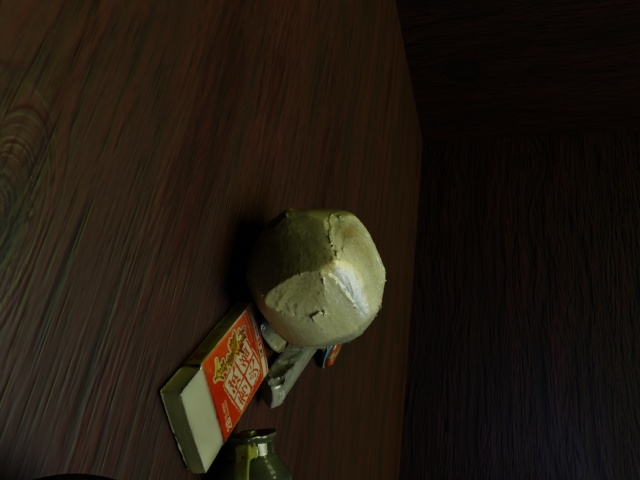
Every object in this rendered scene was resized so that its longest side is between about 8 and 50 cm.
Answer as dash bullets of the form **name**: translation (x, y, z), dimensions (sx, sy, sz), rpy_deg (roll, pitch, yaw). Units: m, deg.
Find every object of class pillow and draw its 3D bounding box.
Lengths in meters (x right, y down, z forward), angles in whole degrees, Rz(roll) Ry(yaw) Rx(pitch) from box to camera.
- **pillow**: translation (-0.072, 0.122, 0.941), dimensions (0.130, 0.038, 0.232), rpy_deg (71, 30, -44)

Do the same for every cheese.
- **cheese**: translation (0.029, 0.275, 1.147), dimensions (0.106, 0.037, 0.256), rpy_deg (-61, 166, -22)

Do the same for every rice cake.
- **rice cake**: translation (-0.042, 0.245, 1.000), dimensions (0.365, 0.056, 0.072), rpy_deg (-42, 143, -65)

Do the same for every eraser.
- **eraser**: translation (-0.158, 0.226, 0.713), dimensions (0.230, 0.038, 0.157), rpy_deg (-54, 140, -59)

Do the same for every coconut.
- **coconut**: translation (-0.015, 0.057, 0.794), dimensions (0.247, 0.245, 0.244), rpy_deg (56, 36, -29)

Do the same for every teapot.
- **teapot**: translation (-0.114, 0.371, 0.703), dimensions (0.165, 0.131, 0.119), rpy_deg (93, -11, -73)

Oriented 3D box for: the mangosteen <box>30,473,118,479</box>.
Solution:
- **mangosteen**: translation (-0.172, 0.309, 0.290), dimensions (0.275, 0.303, 0.274), rpy_deg (44, 39, -50)
